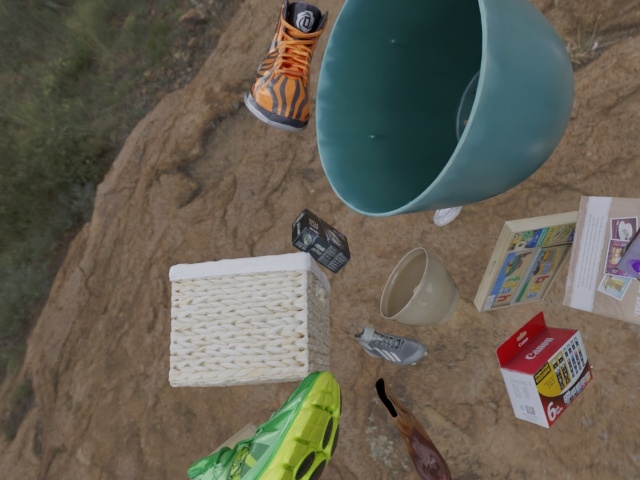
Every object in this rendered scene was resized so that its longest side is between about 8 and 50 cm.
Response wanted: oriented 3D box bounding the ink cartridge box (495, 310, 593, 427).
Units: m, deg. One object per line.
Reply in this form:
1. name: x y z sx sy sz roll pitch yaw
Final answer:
1. ink cartridge box: 0.788 0.438 1.480 0.130 0.310 0.271 -6 108 59

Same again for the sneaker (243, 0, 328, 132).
1. sneaker: -0.059 -0.344 0.786 0.321 0.125 0.180 -100 29 -46

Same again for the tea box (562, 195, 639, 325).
1. tea box: 0.903 0.054 1.205 0.220 0.324 0.328 13 96 55

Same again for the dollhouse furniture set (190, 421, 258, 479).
1. dollhouse furniture set: -0.153 0.642 0.947 0.256 0.362 0.394 37 133 26

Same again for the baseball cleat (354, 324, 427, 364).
1. baseball cleat: 0.166 0.266 1.080 0.206 0.109 0.072 -16 39 51

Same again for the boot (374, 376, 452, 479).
1. boot: 0.274 0.569 1.244 0.096 0.280 0.264 -26 37 5

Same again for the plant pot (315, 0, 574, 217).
1. plant pot: 0.167 -0.176 0.538 0.293 0.235 0.292 6 97 60

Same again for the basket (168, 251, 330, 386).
1. basket: -0.145 0.205 1.018 0.332 0.328 0.266 -7 70 7

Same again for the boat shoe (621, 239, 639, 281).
1. boat shoe: 0.581 0.069 0.562 0.111 0.104 0.307 -34 53 -20

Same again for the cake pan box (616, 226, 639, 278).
1. cake pan box: 0.418 -0.107 0.413 0.070 0.245 0.266 33 77 28

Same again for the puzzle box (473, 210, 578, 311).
1. puzzle box: 0.710 0.085 1.452 0.272 0.408 0.052 -9 44 -9

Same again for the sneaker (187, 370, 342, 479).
1. sneaker: -0.080 0.254 0.465 0.124 0.109 0.295 17 48 35

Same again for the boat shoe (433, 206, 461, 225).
1. boat shoe: 0.371 -0.124 1.166 0.184 0.063 0.066 -48 38 10

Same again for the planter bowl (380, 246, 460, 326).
1. planter bowl: 0.212 0.110 0.862 0.162 0.109 0.162 -58 10 17

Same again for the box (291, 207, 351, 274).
1. box: 0.000 0.000 1.343 0.077 0.180 0.147 -48 20 20
